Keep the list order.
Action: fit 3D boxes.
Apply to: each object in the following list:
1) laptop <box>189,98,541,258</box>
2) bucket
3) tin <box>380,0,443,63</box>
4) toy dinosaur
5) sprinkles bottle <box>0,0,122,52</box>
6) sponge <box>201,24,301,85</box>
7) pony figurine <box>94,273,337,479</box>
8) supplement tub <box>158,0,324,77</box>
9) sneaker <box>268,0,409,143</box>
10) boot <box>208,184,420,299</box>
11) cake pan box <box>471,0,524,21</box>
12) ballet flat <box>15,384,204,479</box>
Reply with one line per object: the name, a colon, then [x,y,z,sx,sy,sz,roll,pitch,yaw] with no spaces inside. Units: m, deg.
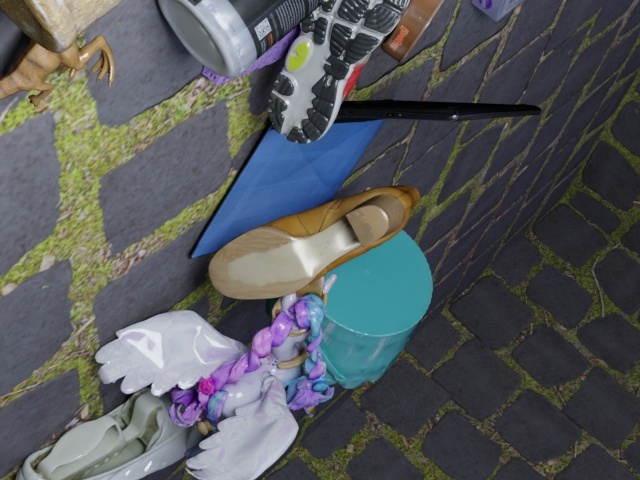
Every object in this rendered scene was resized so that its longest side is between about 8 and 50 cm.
laptop: [0.076,-0.093,1.472,0.382,0.408,0.236,-17,111,-60]
bucket: [0.051,0.097,1.708,0.281,0.281,0.183,-37,166,-34]
tin: [0.129,-0.292,1.185,0.106,0.040,0.190,-46,-169,51]
toy dinosaur: [-0.222,-0.175,0.838,0.211,0.064,0.112,-51,161,7]
sprinkles bottle: [-0.107,-0.296,0.758,0.355,0.121,0.121,-44,162,-16]
sponge: [-0.043,-0.262,1.140,0.210,0.031,0.117,-34,159,-42]
pony figurine: [-0.121,0.224,1.482,0.351,0.303,0.363,-33,155,-29]
supplement tub: [-0.056,-0.260,0.965,0.190,0.117,0.117,-43,162,-15]
sneaker: [0.023,-0.247,1.164,0.279,0.107,0.118,-55,-179,29]
boot: [0.000,-0.001,1.428,0.295,0.104,0.211,-20,-177,18]
cake pan box: [0.364,-0.504,1.555,0.245,0.070,0.267,-39,160,-23]
ballet flat: [-0.314,0.317,1.576,0.400,0.139,0.139,-28,154,-41]
